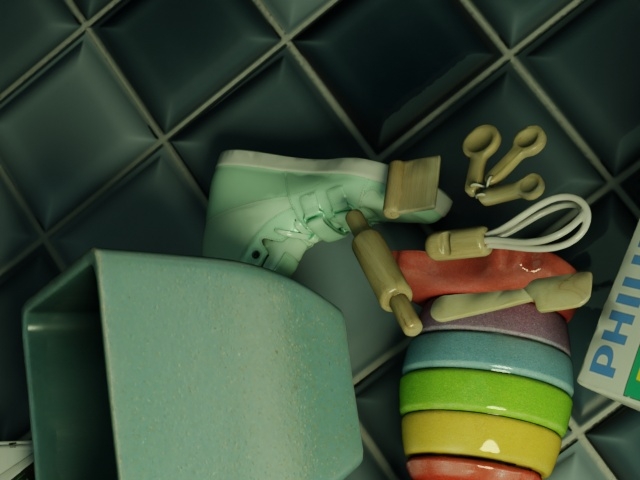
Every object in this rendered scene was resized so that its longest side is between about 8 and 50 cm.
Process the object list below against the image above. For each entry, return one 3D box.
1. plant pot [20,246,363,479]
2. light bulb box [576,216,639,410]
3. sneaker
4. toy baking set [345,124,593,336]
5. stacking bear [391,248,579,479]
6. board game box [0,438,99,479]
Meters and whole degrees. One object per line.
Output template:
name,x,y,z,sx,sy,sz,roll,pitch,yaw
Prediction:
plant pot,-0.107,0.147,1.290,0.252,0.247,0.248,-2,76,-27
light bulb box,0.440,0.014,1.080,0.361,0.225,0.358,14,82,56
sneaker,0.000,0.000,1.382,0.255,0.094,0.151,6,75,29
toy baking set,0.121,-0.010,1.208,0.196,0.030,0.256,-33,41,12
stacking bear,0.136,0.167,1.249,0.175,0.164,0.289,-3,69,38
board game box,-0.289,0.348,1.395,0.192,0.053,0.305,-4,82,18
